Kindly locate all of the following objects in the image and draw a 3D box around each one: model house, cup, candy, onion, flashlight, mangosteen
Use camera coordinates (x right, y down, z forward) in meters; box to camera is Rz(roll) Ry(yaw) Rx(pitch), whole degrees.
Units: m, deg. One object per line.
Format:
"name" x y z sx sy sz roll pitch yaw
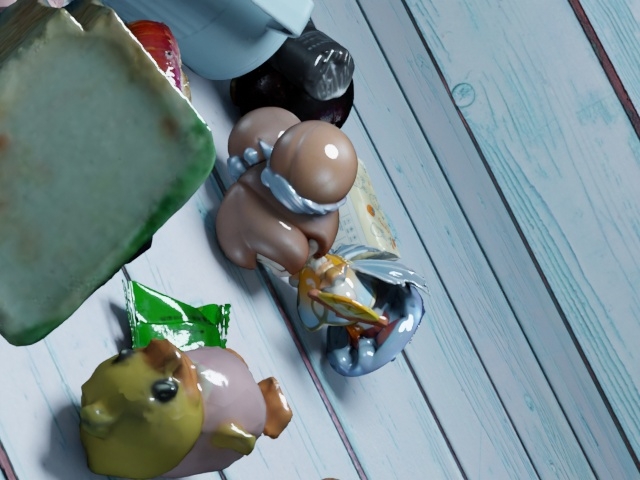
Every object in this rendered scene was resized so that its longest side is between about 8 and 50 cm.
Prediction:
"model house" -0.306 -0.094 1.424 0.245 0.312 0.280 48 -10 -25
"cup" -0.202 -0.399 2.067 0.311 0.257 0.331 30 26 -51
"candy" -0.175 0.129 1.751 0.203 0.078 0.141 16 49 -55
"onion" -0.254 -0.180 1.856 0.230 0.163 0.230 165 -90 -82
"flashlight" -0.102 -0.363 2.245 0.424 0.103 0.103 42 6 37
"mangosteen" -0.060 -0.271 2.336 0.250 0.211 0.211 52 19 12

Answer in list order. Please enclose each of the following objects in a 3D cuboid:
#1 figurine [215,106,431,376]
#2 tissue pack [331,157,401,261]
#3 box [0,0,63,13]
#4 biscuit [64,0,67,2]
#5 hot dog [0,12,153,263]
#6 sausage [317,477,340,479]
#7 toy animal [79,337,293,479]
"figurine" 0.000 0.001 2.079 0.388 0.248 0.276 46 -13 -28
"tissue pack" 0.030 -0.030 2.309 0.092 0.148 0.196 25 42 -63
"box" -0.384 -0.294 1.698 0.151 0.151 0.135 33 43 -51
"biscuit" -0.420 -0.426 1.881 0.239 0.062 0.108 54 23 -18
"hot dog" -0.336 -0.115 1.627 0.107 0.194 0.326 21 -53 61
"sausage" 0.078 0.514 1.832 0.094 0.094 0.419 -19 83 -59
"toy animal" -0.175 0.193 1.563 0.195 0.169 0.281 34 6 28
